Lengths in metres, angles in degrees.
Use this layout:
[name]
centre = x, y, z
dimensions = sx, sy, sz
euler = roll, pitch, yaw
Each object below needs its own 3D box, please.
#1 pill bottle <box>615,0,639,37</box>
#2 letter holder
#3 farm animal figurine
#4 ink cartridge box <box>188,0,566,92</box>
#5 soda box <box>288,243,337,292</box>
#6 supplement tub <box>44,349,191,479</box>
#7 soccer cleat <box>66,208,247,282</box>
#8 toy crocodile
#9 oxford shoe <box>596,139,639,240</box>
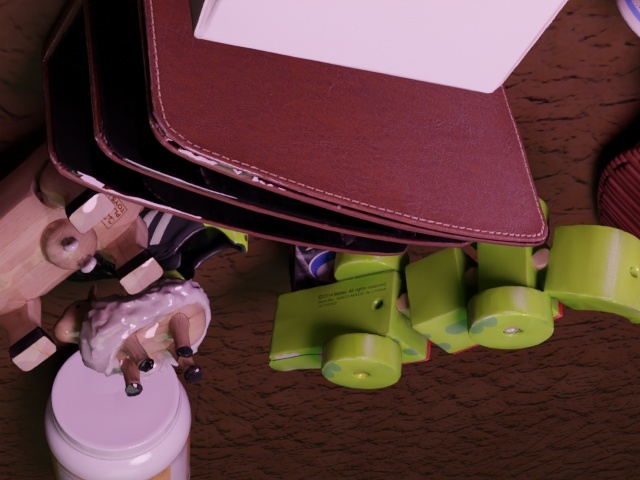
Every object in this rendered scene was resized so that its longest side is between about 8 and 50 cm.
[pill bottle]
centre = 0.280, -0.198, 0.802
dimensions = 0.078, 0.078, 0.137
euler = 13, 139, -32
[letter holder]
centre = -0.017, -0.063, 0.785
dimensions = 0.302, 0.214, 0.152
euler = 13, 139, -32
[farm animal figurine]
centre = -0.268, 0.004, 0.840
dimensions = 0.327, 0.172, 0.330
euler = -22, 128, -12
[ink cartridge box]
centre = 0.028, -0.220, 0.556
dimensions = 0.171, 0.232, 0.168
euler = 6, 142, -24
[soda box]
centre = 0.000, 0.000, 1.019
dimensions = 0.053, 0.060, 0.169
euler = -5, 145, -5
[supplement tub]
centre = -0.206, 0.203, 1.176
dimensions = 0.144, 0.144, 0.199
euler = -5, 145, -10
[soccer cleat]
centre = -0.145, 0.007, 0.975
dimensions = 0.179, 0.072, 0.060
euler = -20, 145, 12
[toy crocodile]
centre = 0.100, 0.052, 0.933
dimensions = 0.341, 0.115, 0.105
euler = -18, 143, 31
[oxford shoe]
centre = 0.341, -0.074, 0.967
dimensions = 0.130, 0.123, 0.348
euler = -37, 167, -19
